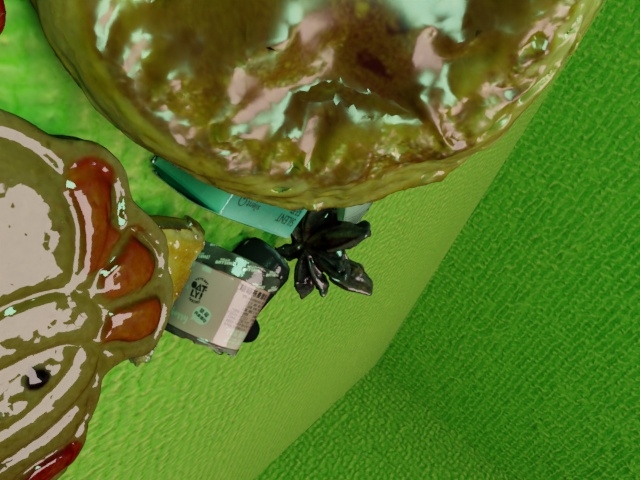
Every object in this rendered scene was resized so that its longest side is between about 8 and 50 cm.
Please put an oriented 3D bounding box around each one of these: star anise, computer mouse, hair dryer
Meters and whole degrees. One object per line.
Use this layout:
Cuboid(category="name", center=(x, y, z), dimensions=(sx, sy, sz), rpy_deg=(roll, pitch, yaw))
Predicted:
Cuboid(category="star anise", center=(-0.002, -0.004, 0.868), dimensions=(0.129, 0.212, 0.282), rpy_deg=(-26, 142, -25))
Cuboid(category="computer mouse", center=(0.077, -0.083, 1.068), dimensions=(0.113, 0.068, 0.229), rpy_deg=(-39, 156, -26))
Cuboid(category="hair dryer", center=(-0.143, 0.130, 0.953), dimensions=(0.189, 0.107, 0.352), rpy_deg=(-48, 167, -16))

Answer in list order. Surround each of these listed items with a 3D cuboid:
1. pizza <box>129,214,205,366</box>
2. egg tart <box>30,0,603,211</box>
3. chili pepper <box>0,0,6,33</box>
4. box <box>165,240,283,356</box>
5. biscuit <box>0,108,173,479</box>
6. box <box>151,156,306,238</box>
Cuboid(category="pizza", center=(-0.274, 0.075, 0.567), dimensions=(0.324, 0.089, 0.223), rpy_deg=(-25, 139, -47))
Cuboid(category="egg tart", center=(0.005, -0.225, 0.386), dimensions=(0.444, 0.178, 0.442), rpy_deg=(-3, 129, -4))
Cuboid(category="chili pepper", center=(-0.211, -0.201, 0.287), dimensions=(0.050, 0.059, 0.191), rpy_deg=(-43, 156, -43))
Cuboid(category="box", center=(-0.148, 0.081, 0.711), dimensions=(0.135, 0.151, 0.151), rpy_deg=(-65, 160, -6))
Cuboid(category="biscuit", center=(-0.286, 0.076, 0.410), dimensions=(0.359, 0.074, 0.380), rpy_deg=(-32, 128, -34))
Cuboid(category="box", center=(-0.035, -0.162, 0.635), dimensions=(0.311, 0.118, 0.205), rpy_deg=(-54, 158, 5))
